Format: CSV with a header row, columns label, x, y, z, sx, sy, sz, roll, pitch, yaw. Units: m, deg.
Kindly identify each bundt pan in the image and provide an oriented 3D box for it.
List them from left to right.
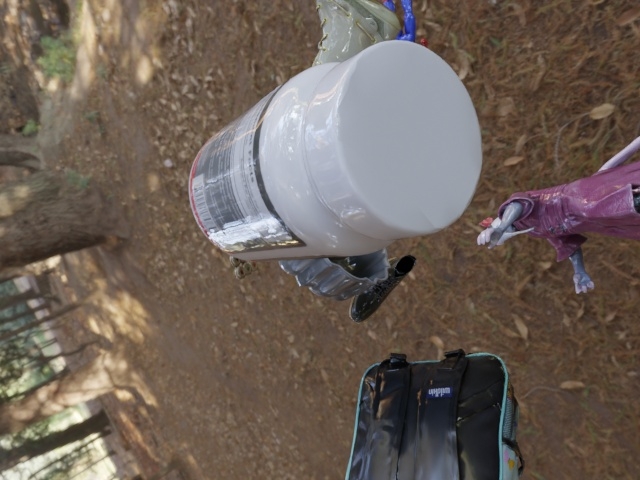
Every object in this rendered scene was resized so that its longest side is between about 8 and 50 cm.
label,x,y,z,sx,sy,sz,roll,pitch,yaw
bundt pan,0.000,0.000,1.137,0.124,0.330,0.331,-45,72,27

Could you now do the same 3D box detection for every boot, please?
label,x,y,z,sx,sy,sz,roll,pitch,yaw
boot,0.008,-0.338,0.826,0.213,0.077,0.165,28,109,-6
boot,0.146,0.112,1.215,0.076,0.198,0.137,36,166,-2

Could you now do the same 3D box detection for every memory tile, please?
label,x,y,z,sx,sy,sz,roll,pitch,yaw
memory tile,-0.226,0.028,1.403,0.012,0.113,0.148,-21,94,24

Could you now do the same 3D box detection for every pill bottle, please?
label,x,y,z,sx,sy,sz,roll,pitch,yaw
pill bottle,-0.005,-0.063,0.465,0.283,0.161,0.161,-7,107,58

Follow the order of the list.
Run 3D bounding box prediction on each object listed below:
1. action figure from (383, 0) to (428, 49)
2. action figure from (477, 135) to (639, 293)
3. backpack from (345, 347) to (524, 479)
label,x,y,z,sx,sy,sz,roll,pitch,yaw
action figure,0.193,-0.470,1.152,0.139,0.091,0.281,-74,-31,-66
action figure,0.447,-0.068,0.912,0.248,0.276,0.370,30,158,-31
backpack,0.114,0.222,0.496,0.165,0.188,0.144,-9,122,26
